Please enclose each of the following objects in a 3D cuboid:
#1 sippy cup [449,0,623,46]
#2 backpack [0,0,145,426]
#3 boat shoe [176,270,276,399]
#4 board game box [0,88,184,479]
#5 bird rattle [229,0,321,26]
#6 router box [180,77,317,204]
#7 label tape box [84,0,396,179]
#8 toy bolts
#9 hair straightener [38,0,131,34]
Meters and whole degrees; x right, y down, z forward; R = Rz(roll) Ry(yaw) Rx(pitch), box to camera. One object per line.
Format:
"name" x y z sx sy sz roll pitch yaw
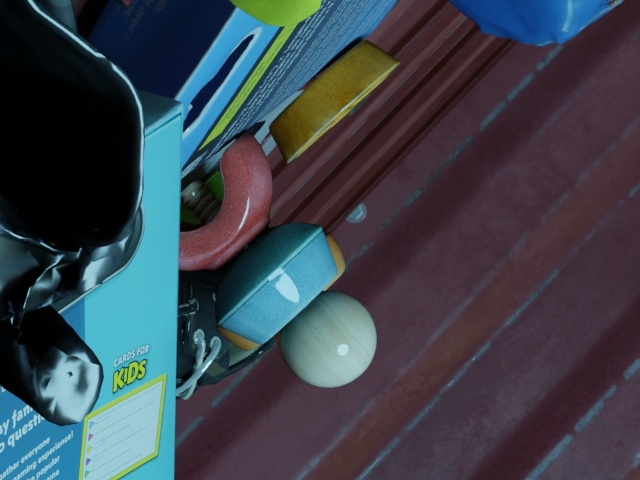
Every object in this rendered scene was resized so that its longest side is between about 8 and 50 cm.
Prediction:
"sippy cup" 0.177 -0.261 1.344 0.224 0.240 0.305 -45 174 -21
"backpack" -0.199 -0.052 0.321 0.213 0.276 0.263 -46 160 -16
"boat shoe" -0.103 0.070 1.476 0.114 0.091 0.302 -49 173 19
"board game box" -0.158 0.129 0.801 0.254 0.079 0.336 -39 139 -52
"bird rattle" -0.093 -0.167 0.667 0.143 0.253 0.207 -97 -175 -55
"router box" -0.170 -0.004 1.385 0.335 0.082 0.301 -49 173 17
"label tape box" -0.028 -0.172 1.126 0.347 0.115 0.249 -40 171 -49
"toy bolts" 0.000 0.000 1.258 0.218 0.158 0.228 -42 -179 13
"hair straightener" -0.145 -0.125 0.968 0.089 0.047 0.230 -46 179 -3
